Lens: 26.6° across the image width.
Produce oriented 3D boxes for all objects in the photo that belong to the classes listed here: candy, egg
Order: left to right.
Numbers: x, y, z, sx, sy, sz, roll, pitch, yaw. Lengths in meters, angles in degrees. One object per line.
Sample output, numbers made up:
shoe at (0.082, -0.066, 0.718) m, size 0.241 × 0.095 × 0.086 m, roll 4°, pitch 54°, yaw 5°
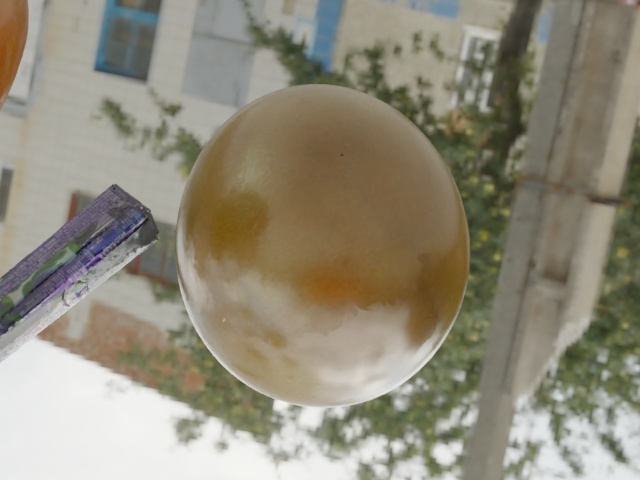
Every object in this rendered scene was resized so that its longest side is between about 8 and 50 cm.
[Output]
candy at (-0.352, 0.052, 1.761) m, size 0.088 × 0.312 × 0.061 m, roll 36°, pitch 158°, yaw 36°
egg at (0.000, 0.000, 1.304) m, size 0.283 × 0.282 × 0.351 m, roll 9°, pitch -145°, yaw -17°

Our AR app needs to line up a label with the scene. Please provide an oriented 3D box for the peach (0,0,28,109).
peach at (-0.412, -0.158, 1.083) m, size 0.343 × 0.301 × 0.343 m, roll 25°, pitch -168°, yaw -6°
